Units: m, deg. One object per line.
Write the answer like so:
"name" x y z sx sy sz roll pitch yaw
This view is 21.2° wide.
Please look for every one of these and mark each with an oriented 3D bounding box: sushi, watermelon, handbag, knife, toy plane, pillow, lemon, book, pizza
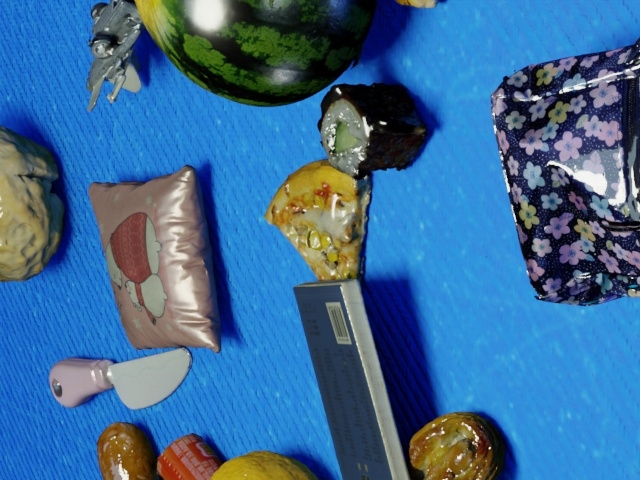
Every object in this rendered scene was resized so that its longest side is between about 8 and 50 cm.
"sushi" 0.054 -0.116 1.729 0.098 0.084 0.094 -56 52 39
"watermelon" -0.067 -0.265 1.711 0.269 0.269 0.269 20 115 50
"handbag" 0.256 -0.060 1.431 0.207 0.126 0.229 -7 97 42
"knife" -0.268 0.190 2.293 0.336 0.043 0.081 -10 97 52
"toy plane" -0.228 -0.279 2.065 0.192 0.088 0.262 -98 29 -46
"pillow" -0.201 0.028 2.116 0.223 0.084 0.236 -10 94 52
"lemon" -0.063 0.311 1.962 0.187 0.142 0.142 29 122 44
"book" 0.037 0.174 1.826 0.191 0.025 0.269 171 84 -74
"pizza" 0.000 0.000 1.875 0.184 0.036 0.176 -4 96 54

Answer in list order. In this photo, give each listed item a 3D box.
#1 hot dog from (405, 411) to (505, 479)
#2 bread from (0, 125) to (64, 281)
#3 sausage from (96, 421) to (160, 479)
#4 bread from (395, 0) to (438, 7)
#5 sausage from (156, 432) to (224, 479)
"hot dog" 0.131 0.239 1.740 0.147 0.065 0.099 -56 49 42
"bread" -0.439 -0.050 2.378 0.244 0.134 0.244 26 123 49
"sausage" -0.246 0.392 2.285 0.103 0.076 0.302 12 110 51
"bread" 0.091 -0.282 1.658 0.072 0.053 0.106 37 133 47
"sausage" -0.101 0.344 2.081 0.274 0.074 0.074 43 132 39
